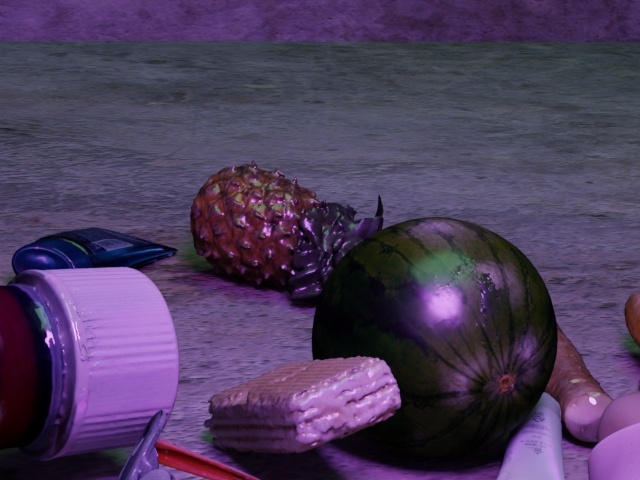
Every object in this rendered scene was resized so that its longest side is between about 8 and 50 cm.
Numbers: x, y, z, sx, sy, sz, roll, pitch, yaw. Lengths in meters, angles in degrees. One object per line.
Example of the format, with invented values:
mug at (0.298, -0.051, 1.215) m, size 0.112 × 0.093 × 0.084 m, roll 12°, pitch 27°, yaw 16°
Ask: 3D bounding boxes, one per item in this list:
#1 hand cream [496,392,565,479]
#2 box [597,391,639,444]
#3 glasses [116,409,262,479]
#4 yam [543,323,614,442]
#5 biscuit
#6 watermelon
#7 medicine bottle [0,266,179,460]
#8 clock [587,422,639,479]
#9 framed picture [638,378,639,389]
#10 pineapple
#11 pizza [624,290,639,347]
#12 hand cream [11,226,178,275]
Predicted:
hand cream at (0.207, 0.209, 1.794) m, size 0.078 × 0.050 × 0.205 m, roll 11°, pitch 21°, yaw 5°
box at (0.352, 0.207, 1.776) m, size 0.146 × 0.088 × 0.200 m, roll -1°, pitch 17°, yaw -21°
glasses at (-0.052, 0.257, 1.555) m, size 0.268 × 0.118 × 0.234 m, roll 23°, pitch 11°, yaw -13°
yam at (0.259, 0.142, 2.006) m, size 0.066 × 0.066 × 0.299 m, roll 3°, pitch 16°, yaw -10°
biscuit at (-0.021, 0.151, 1.700) m, size 0.108 × 0.061 × 0.239 m, roll -22°, pitch 2°, yaw -23°
watermelon at (0.110, 0.093, 1.812) m, size 0.242 × 0.242 × 0.242 m, roll 6°, pitch 17°, yaw -2°
medicine bottle at (-0.318, 0.110, 1.584) m, size 0.395 × 0.242 × 0.242 m, roll -5°, pitch 20°, yaw -31°
clock at (0.327, 0.215, 1.572) m, size 0.197 × 0.197 × 0.068 m, roll 5°, pitch 60°, yaw -5°
framed picture at (0.526, 0.169, 2.095) m, size 0.290 × 0.020 × 0.211 m, roll 14°, pitch 19°, yaw 23°
pineapple at (0.000, 0.000, 2.239) m, size 0.310 × 0.141 × 0.170 m, roll 19°, pitch 57°, yaw 27°
pizza at (0.478, 0.129, 2.049) m, size 0.182 × 0.073 × 0.365 m, roll -11°, pitch 24°, yaw -39°
hand cream at (-0.277, 0.013, 2.260) m, size 0.120 × 0.061 × 0.270 m, roll 13°, pitch 13°, yaw 16°
